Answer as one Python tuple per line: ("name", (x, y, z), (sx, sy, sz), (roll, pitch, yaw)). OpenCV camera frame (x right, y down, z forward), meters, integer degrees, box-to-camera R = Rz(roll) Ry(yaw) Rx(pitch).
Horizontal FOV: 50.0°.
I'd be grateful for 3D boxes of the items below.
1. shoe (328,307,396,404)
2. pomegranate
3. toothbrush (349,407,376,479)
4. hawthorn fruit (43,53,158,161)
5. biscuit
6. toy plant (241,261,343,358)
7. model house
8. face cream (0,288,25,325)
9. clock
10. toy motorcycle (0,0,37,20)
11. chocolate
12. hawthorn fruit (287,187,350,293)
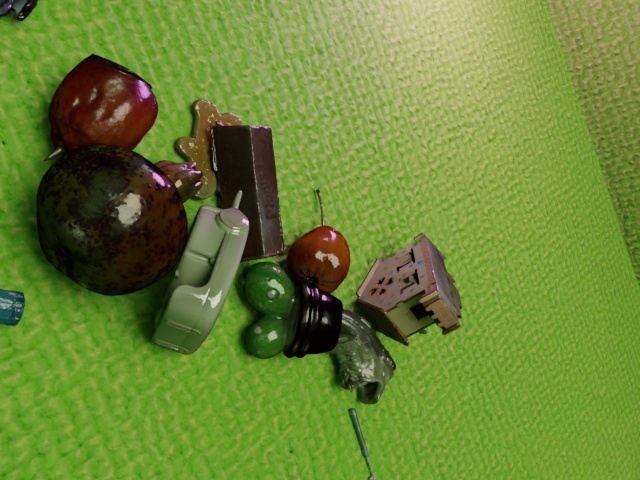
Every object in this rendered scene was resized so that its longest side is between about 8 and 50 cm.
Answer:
("shoe", (0.082, 0.297, 1.704), (0.293, 0.109, 0.149), (48, 48, -30))
("pomegranate", (-0.343, -0.060, 1.266), (0.340, 0.285, 0.285), (-43, 111, -42))
("toothbrush", (0.109, 0.532, 1.751), (0.019, 0.016, 0.220), (-19, 96, -34))
("hawthorn fruit", (-0.425, -0.232, 1.299), (0.189, 0.189, 0.251), (48, 57, -25))
("biscuit", (-0.258, -0.201, 1.549), (0.153, 0.030, 0.234), (23, 67, -36))
("toy plant", (-0.073, 0.167, 1.562), (0.235, 0.175, 0.218), (11, 82, -16))
("model house", (0.225, 0.156, 1.789), (0.169, 0.244, 0.326), (52, 19, -25))
("face cream", (-0.652, 0.083, 1.096), (0.336, 0.080, 0.163), (18, 69, -39))
("clock", (-0.235, 0.053, 1.378), (0.108, 0.265, 0.324), (21, 58, -11))
("toy motorcycle", (-0.559, -0.487, 1.248), (0.106, 0.159, 0.270), (31, 58, -10))
("chocolate", (-0.157, -0.113, 1.541), (0.112, 0.111, 0.321), (-12, 97, -51))
("hawthorn fruit", (0.000, 0.000, 1.701), (0.165, 0.165, 0.286), (38, 35, -31))
